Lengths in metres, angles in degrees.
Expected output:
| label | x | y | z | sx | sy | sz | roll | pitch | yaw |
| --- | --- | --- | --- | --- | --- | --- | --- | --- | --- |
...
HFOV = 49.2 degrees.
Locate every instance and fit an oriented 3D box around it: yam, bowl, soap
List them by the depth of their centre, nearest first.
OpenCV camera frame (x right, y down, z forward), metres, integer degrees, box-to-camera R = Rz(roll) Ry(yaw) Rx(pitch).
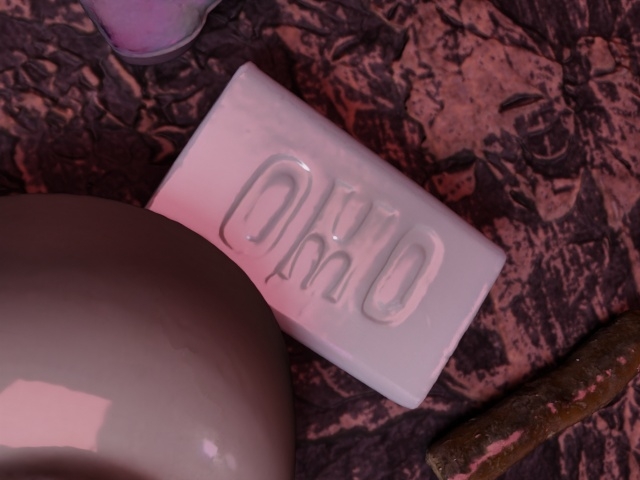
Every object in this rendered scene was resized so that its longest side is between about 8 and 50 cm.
| label | x | y | z | sx | sy | sz | roll | pitch | yaw |
| --- | --- | --- | --- | --- | --- | --- | --- | --- | --- |
| bowl | -0.169 | 0.165 | 0.428 | 0.353 | 0.185 | 0.354 | -5 | 112 | -13 |
| soap | 0.000 | 0.000 | 0.571 | 0.265 | 0.087 | 0.160 | 35 | 83 | -13 |
| yam | 0.212 | 0.151 | 0.648 | 0.252 | 0.061 | 0.061 | -30 | 99 | -13 |

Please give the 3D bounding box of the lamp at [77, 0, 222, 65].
| label | x | y | z | sx | sy | sz | roll | pitch | yaw |
| --- | --- | --- | --- | --- | --- | --- | --- | --- | --- |
| lamp | -0.061 | -0.276 | 0.474 | 0.301 | 0.247 | 0.247 | -34 | 97 | -4 |
